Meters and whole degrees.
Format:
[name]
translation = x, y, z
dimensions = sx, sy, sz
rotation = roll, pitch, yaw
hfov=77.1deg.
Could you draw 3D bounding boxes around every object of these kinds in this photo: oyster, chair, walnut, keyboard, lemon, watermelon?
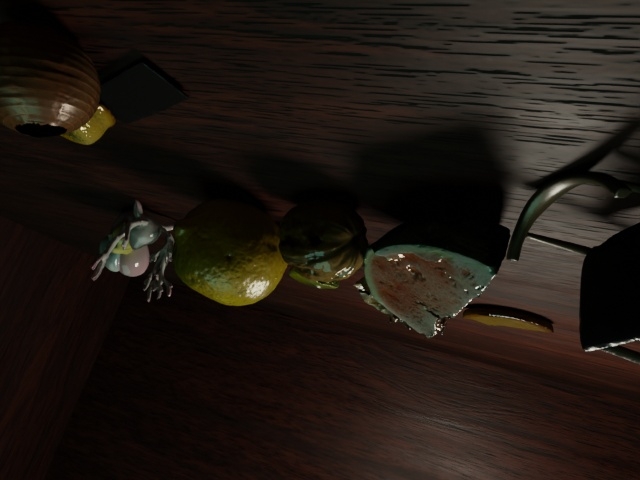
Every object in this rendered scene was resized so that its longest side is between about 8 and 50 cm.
[oyster]
translation = 0.205, 0.118, 0.963
dimensions = 0.198, 0.133, 0.337
rotation = 22, 160, -11
[chair]
translation = 0.386, 0.043, 0.480
dimensions = 0.272, 0.166, 0.188
rotation = 20, 153, -3
[walnut]
translation = 0.000, 0.000, 0.757
dimensions = 0.184, 0.155, 0.155
rotation = 0, 156, 41
[keyboard]
translation = -0.269, -0.208, 0.577
dimensions = 0.197, 0.015, 0.074
rotation = 1, 153, 40
[lemon]
translation = -0.199, 0.021, 0.871
dimensions = 0.254, 0.228, 0.228
rotation = 31, 158, -22
[watermelon]
translation = 0.195, 0.045, 0.655
dimensions = 0.224, 0.180, 0.305
rotation = -10, 154, -7

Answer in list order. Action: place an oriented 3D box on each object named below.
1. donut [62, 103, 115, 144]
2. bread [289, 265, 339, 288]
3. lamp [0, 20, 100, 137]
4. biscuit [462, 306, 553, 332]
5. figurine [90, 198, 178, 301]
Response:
[donut]
translation = -0.400, -0.204, 0.612
dimensions = 0.152, 0.058, 0.152
rotation = 23, 165, 7
[bread]
translation = -0.013, 0.061, 1.007
dimensions = 0.111, 0.114, 0.129
rotation = 5, 160, 35
[lamp]
translation = -0.344, -0.195, 0.490
dimensions = 0.137, 0.136, 0.136
rotation = 15, 163, 5
[biscuit]
translation = 0.547, 0.230, 1.168
dimensions = 0.229, 0.031, 0.176
rotation = 13, 163, 4
[figurine]
translation = -0.527, 0.032, 1.159
dimensions = 0.206, 0.284, 0.316
rotation = 24, 150, -28
